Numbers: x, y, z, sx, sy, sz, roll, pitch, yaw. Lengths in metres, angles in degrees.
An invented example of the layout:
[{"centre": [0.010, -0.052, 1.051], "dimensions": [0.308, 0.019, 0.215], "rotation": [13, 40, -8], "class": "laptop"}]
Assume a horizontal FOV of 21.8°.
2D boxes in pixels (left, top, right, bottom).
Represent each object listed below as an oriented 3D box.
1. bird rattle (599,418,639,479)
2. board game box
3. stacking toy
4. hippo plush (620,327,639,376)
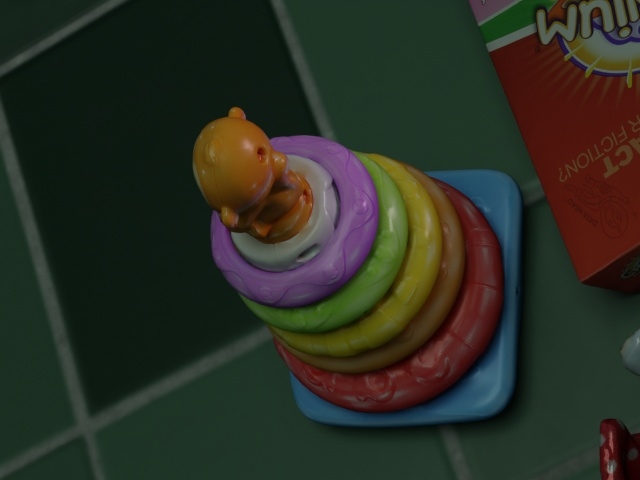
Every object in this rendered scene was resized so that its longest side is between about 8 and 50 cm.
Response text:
[{"centre": [0.198, 0.213, 0.889], "dimensions": [0.143, 0.207, 0.253], "rotation": [-12, 76, 2], "class": "bird rattle"}, {"centre": [0.213, -0.163, 1.035], "dimensions": [0.242, 0.064, 0.316], "rotation": [-38, 58, 35], "class": "board game box"}, {"centre": [0.000, 0.000, 0.992], "dimensions": [0.165, 0.302, 0.175], "rotation": [-4, 71, 25], "class": "stacking toy"}, {"centre": [0.309, 0.093, 0.882], "dimensions": [0.236, 0.234, 0.294], "rotation": [-26, 20, 45], "class": "hippo plush"}]
